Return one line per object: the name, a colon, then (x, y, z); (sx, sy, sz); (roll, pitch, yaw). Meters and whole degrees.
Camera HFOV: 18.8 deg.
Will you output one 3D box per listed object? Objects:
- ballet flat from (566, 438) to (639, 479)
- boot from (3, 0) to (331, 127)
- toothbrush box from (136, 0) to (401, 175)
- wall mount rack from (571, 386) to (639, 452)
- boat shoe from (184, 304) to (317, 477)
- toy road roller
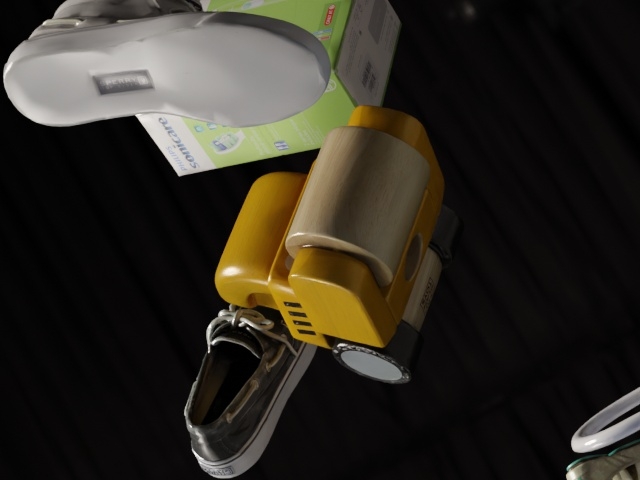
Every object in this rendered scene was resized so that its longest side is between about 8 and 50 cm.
ballet flat: (0.327, 0.261, 2.149); (0.057, 0.052, 0.168); (-42, -20, 33)
boot: (-0.104, -0.152, 1.446); (0.258, 0.095, 0.123); (1, 38, 19)
toothbrush box: (-0.062, -0.214, 2.402); (0.283, 0.122, 0.206); (-10, 45, 25)
wall mount rack: (0.382, 0.121, 1.606); (0.350, 0.130, 0.304); (-31, 0, 3)
boat shoe: (-0.086, 0.129, 2.265); (0.113, 0.105, 0.306); (4, 46, 29)
toy road roller: (0.000, 0.000, 2.063); (0.329, 0.240, 0.202); (67, -140, -61)
